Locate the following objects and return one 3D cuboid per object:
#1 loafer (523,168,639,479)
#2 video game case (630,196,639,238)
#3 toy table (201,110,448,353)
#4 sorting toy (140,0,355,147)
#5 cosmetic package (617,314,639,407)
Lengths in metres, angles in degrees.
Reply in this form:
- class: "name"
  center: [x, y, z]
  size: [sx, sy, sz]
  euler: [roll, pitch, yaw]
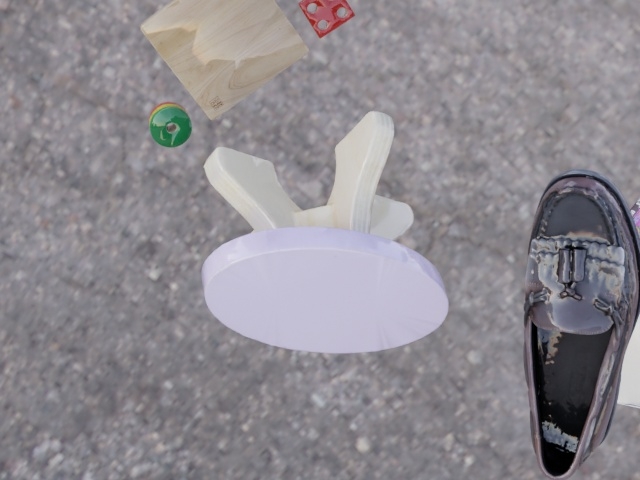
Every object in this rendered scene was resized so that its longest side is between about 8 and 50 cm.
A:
- class: "loafer"
  center: [0.239, 0.087, 1.252]
  size: [0.109, 0.302, 0.095]
  euler: [7, 28, 18]
- class: "video game case"
  center: [0.467, -0.010, 1.610]
  size: [0.210, 0.232, 0.042]
  euler: [37, -4, 46]
- class: "toy table"
  center: [0.000, 0.000, 1.384]
  size: [0.274, 0.252, 0.161]
  euler: [26, 41, -41]
- class: "sorting toy"
  center: [-0.097, -0.228, 1.452]
  size: [0.132, 0.274, 0.046]
  euler: [52, 6, -27]
- class: "cosmetic package"
  center: [0.398, 0.088, 1.771]
  size: [0.153, 0.129, 0.296]
  euler: [14, 25, 2]
